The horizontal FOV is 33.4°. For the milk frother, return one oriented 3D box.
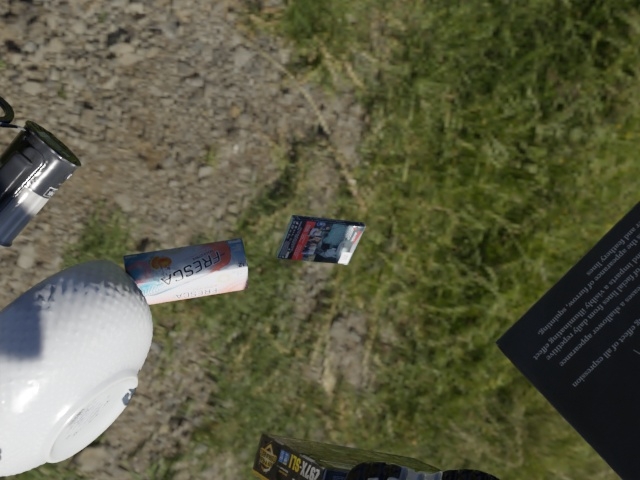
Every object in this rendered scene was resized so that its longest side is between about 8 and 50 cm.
[{"bbox_3d":[-0.388,-0.091,1.271,0.135,0.143,0.129,-48,165,4],"label":"milk frother"}]

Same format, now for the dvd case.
[{"bbox_3d":[0.000,0.000,1.649,0.119,0.013,0.087,6,133,-19],"label":"dvd case"}]

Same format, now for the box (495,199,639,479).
[{"bbox_3d":[0.452,0.172,1.208,0.293,0.395,0.212,-45,135,5],"label":"box"}]

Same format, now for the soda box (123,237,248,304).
[{"bbox_3d":[-0.201,0.048,1.611,0.183,0.058,0.063,-9,145,-9],"label":"soda box"}]

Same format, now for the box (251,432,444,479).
[{"bbox_3d":[0.082,0.399,1.756,0.322,0.257,0.079,14,88,-26],"label":"box"}]

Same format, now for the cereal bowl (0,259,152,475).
[{"bbox_3d":[-0.352,0.195,1.446,0.339,0.141,0.339,-44,166,-14],"label":"cereal bowl"}]

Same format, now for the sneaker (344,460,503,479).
[{"bbox_3d":[0.150,0.327,1.294,0.106,0.234,0.078,68,34,-47],"label":"sneaker"}]
